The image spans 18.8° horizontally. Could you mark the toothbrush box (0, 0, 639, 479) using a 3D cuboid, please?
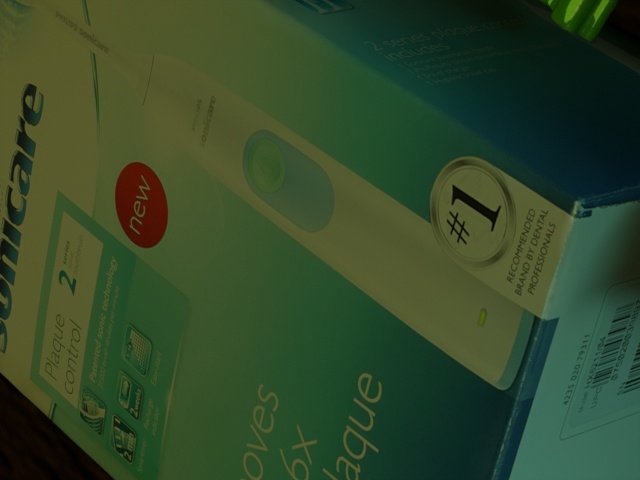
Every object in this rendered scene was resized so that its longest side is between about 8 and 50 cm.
[{"bbox_3d":[0.000,0.000,0.711,0.295,0.126,0.216,38,126,37],"label":"toothbrush box"}]

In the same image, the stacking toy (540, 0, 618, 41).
[{"bbox_3d":[0.153,-0.094,0.546,0.167,0.052,0.221,-62,37,25],"label":"stacking toy"}]
